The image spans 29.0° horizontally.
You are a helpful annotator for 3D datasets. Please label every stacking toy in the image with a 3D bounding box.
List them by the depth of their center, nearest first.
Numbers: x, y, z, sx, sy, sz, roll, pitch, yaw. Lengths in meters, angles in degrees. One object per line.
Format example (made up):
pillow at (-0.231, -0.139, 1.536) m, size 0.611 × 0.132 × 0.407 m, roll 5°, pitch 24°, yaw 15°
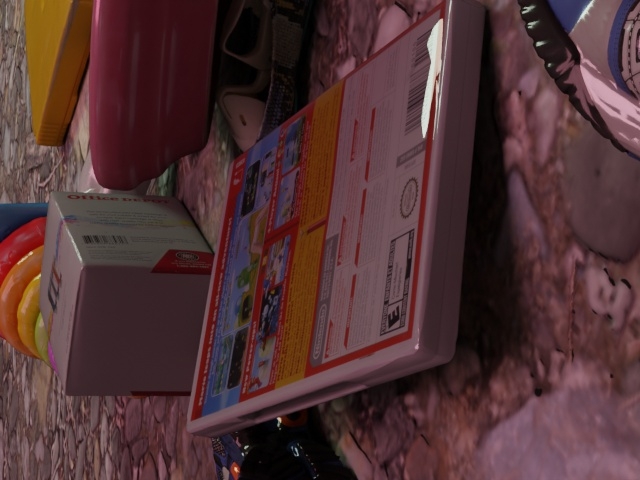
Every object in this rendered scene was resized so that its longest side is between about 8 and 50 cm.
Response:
stacking toy at (-0.244, 0.087, 1.297) m, size 0.302 × 0.175 × 0.165 m, roll 36°, pitch 119°, yaw 47°

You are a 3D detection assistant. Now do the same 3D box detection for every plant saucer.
plant saucer at (-0.114, -0.201, 0.963) m, size 0.332 × 0.084 × 0.332 m, roll -174°, pitch 90°, yaw -85°

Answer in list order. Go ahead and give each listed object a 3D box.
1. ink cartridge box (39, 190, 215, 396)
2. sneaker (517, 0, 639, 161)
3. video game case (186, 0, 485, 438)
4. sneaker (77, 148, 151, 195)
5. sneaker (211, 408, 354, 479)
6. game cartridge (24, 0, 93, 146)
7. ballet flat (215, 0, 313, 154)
ink cartridge box at (-0.178, 0.045, 1.127) m, size 0.176 × 0.128 × 0.127 m, roll -128°, pitch 45°, yaw -59°
sneaker at (0.145, -0.061, 0.444) m, size 0.211 × 0.080 × 0.081 m, roll 60°, pitch 136°, yaw 37°
video game case at (0.000, 0.000, 0.744) m, size 0.285 × 0.025 × 0.204 m, roll -29°, pitch 49°, yaw 56°
sneaker at (-0.214, -0.042, 1.236) m, size 0.094 × 0.080 × 0.212 m, roll 29°, pitch 100°, yaw 58°
sneaker at (-0.027, 0.173, 0.839) m, size 0.221 × 0.083 × 0.087 m, roll -111°, pitch 22°, yaw -59°
game cartridge at (-0.360, -0.327, 1.715) m, size 0.323 × 0.053 × 0.285 m, roll 121°, pitch 144°, yaw -53°
ballet flat at (-0.047, -0.125, 0.912) m, size 0.070 × 0.070 × 0.188 m, roll -147°, pitch 62°, yaw -64°
